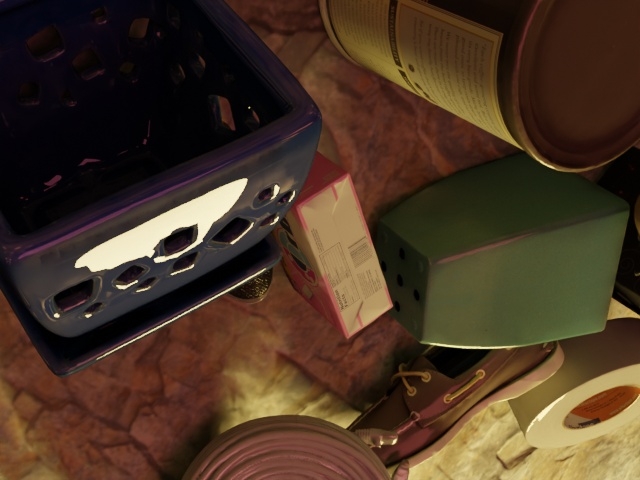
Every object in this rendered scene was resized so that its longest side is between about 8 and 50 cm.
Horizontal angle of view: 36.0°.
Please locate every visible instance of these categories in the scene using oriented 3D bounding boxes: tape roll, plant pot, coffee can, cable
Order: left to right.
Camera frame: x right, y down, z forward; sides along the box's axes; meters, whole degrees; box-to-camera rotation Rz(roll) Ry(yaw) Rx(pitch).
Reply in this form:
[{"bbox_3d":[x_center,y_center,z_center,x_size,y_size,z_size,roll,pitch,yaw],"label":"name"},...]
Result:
[{"bbox_3d":[-0.160,-0.052,0.739,0.236,0.236,0.212,-28,151,-22],"label":"plant pot"},{"bbox_3d":[-0.035,0.319,1.068,0.257,0.089,0.257,10,88,-5],"label":"cable"},{"bbox_3d":[0.186,0.021,1.095,0.234,0.165,0.166,-13,122,-26],"label":"plant pot"},{"bbox_3d":[0.152,-0.203,0.860,0.201,0.275,0.202,-17,124,-28],"label":"coffee can"},{"bbox_3d":[0.361,0.193,1.318,0.219,0.072,0.219,-14,146,-10],"label":"tape roll"}]

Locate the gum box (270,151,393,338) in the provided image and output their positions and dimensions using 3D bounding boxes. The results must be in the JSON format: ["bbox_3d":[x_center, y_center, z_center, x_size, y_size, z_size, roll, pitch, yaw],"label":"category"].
[{"bbox_3d":[0.000,0.000,0.981,0.062,0.107,0.188,-33,130,-16],"label":"gum box"}]

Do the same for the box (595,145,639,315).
[{"bbox_3d":[0.451,0.025,1.209,0.165,0.270,0.143,-52,133,1],"label":"box"}]

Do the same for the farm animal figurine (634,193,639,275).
[{"bbox_3d":[0.429,-0.109,1.047,0.327,0.330,0.172,-58,151,-12],"label":"farm animal figurine"}]

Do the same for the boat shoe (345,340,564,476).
[{"bbox_3d":[0.143,0.175,1.186,0.324,0.116,0.097,-29,110,-12],"label":"boat shoe"}]

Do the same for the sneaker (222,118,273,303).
[{"bbox_3d":[-0.085,-0.017,0.928,0.084,0.083,0.215,-32,131,-19],"label":"sneaker"}]
